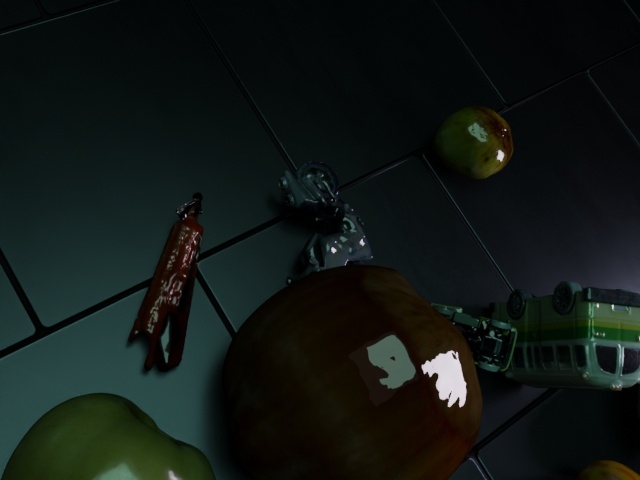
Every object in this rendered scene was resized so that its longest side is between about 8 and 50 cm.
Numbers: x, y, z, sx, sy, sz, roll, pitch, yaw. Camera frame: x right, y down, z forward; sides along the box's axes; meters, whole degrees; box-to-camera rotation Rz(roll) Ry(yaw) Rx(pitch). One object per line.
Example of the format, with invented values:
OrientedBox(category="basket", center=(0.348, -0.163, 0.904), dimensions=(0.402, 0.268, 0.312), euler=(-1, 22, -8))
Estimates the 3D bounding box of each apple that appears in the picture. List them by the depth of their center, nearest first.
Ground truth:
OrientedBox(category="apple", center=(-0.266, 0.325, 0.947), dimensions=(0.262, 0.262, 0.262), euler=(7, 66, -17))

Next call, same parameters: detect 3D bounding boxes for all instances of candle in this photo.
OrientedBox(category="candle", center=(-0.223, 0.057, 1.180), dimensions=(0.084, 0.059, 0.302), euler=(23, 64, -23))

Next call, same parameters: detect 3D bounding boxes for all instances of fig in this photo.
OrientedBox(category="fig", center=(0.291, -0.186, 1.426), dimensions=(0.153, 0.121, 0.136), euler=(16, 59, -12))

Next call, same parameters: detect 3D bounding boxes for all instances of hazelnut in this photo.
OrientedBox(category="hazelnut", center=(0.043, 0.213, 1.075), dimensions=(0.366, 0.366, 0.366), euler=(7, 66, -17))

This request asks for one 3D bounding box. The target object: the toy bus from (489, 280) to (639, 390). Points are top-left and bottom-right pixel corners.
OrientedBox(category="toy bus", center=(0.396, 0.160, 1.237), dimensions=(0.133, 0.276, 0.165), euler=(8, 78, -18))

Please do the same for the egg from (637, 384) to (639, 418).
OrientedBox(category="egg", center=(0.660, 0.278, 1.319), dimensions=(0.203, 0.203, 0.245), euler=(39, 62, -1))

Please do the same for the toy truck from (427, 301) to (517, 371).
OrientedBox(category="toy truck", center=(0.224, 0.152, 1.263), dimensions=(0.191, 0.116, 0.085), euler=(13, 94, 10))

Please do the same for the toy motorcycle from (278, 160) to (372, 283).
OrientedBox(category="toy motorcycle", center=(0.000, 0.000, 1.258), dimensions=(0.159, 0.106, 0.270), euler=(-19, 80, -31))

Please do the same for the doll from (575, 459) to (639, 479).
OrientedBox(category="doll", center=(0.417, 0.463, 1.184), dimensions=(0.269, 0.162, 0.167), euler=(-24, 93, -16))
